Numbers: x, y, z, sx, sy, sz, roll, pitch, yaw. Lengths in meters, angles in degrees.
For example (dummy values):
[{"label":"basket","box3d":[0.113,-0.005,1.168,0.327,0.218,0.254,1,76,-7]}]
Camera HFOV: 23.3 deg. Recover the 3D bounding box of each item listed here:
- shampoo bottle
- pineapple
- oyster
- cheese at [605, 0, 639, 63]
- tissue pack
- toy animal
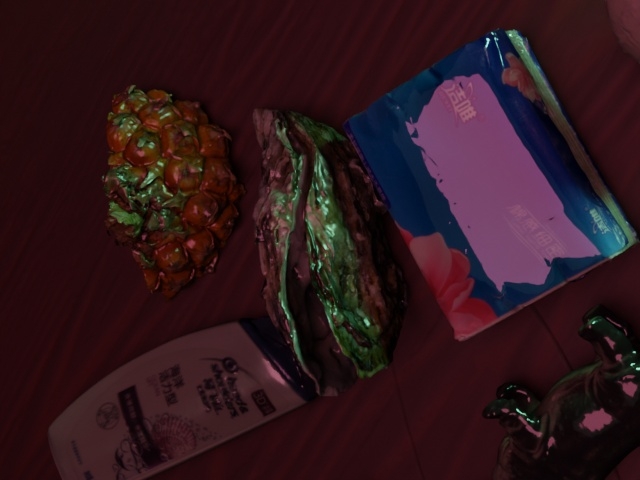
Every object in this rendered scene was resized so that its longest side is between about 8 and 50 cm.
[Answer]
[{"label":"shampoo bottle","box3d":[-0.150,0.178,1.786,0.359,0.078,0.134,-27,82,20]},{"label":"pineapple","box3d":[-0.167,-0.060,1.734,0.140,0.164,0.249,-12,87,13]},{"label":"oyster","box3d":[-0.002,-0.005,1.682,0.158,0.162,0.350,-21,69,7]},{"label":"cheese","box3d":[0.366,-0.248,1.509,0.154,0.198,0.189,23,104,47]},{"label":"tissue pack","box3d":[0.175,-0.060,1.617,0.209,0.137,0.269,-29,84,18]},{"label":"toy animal","box3d":[0.241,0.228,1.638,0.168,0.106,0.343,33,111,7]}]
